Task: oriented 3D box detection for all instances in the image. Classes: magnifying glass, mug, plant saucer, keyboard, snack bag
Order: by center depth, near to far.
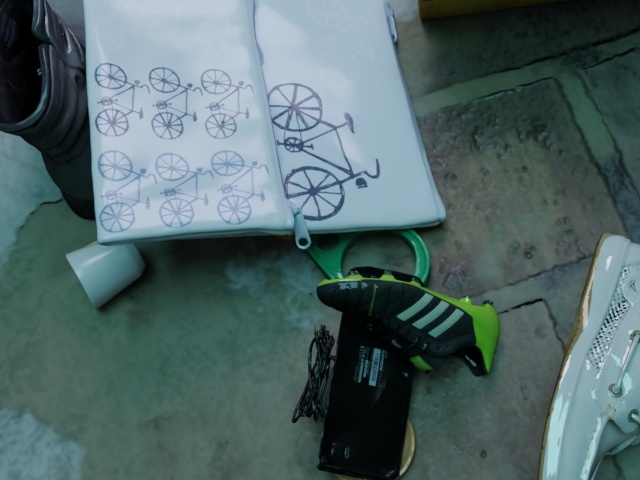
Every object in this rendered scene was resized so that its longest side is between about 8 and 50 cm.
[{"bbox_3d":[0.042,0.178,0.773,0.084,0.013,0.083,-4,62,8],"label":"plant saucer"},{"bbox_3d":[0.032,0.115,0.786,0.100,0.038,0.192,14,66,-6],"label":"keyboard"},{"bbox_3d":[0.000,0.000,0.870,0.231,0.026,0.092,23,70,18],"label":"magnifying glass"},{"bbox_3d":[-0.057,-0.137,0.870,0.343,0.037,0.323,-2,59,-15],"label":"snack bag"},{"bbox_3d":[-0.216,0.021,0.879,0.064,0.062,0.078,-30,68,-14],"label":"mug"}]

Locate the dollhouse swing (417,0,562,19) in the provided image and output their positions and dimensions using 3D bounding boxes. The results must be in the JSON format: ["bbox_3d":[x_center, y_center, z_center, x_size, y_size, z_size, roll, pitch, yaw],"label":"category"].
[{"bbox_3d":[0.257,-0.421,0.899,0.347,0.315,0.304,-6,82,9],"label":"dollhouse swing"}]

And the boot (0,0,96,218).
[{"bbox_3d":[-0.275,-0.209,0.914,0.118,0.222,0.338,-21,61,0],"label":"boot"}]

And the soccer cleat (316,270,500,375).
[{"bbox_3d":[0.079,0.073,0.758,0.179,0.060,0.072,15,70,-21],"label":"soccer cleat"}]

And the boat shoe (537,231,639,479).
[{"bbox_3d":[0.245,0.120,0.717,0.096,0.098,0.277,15,66,19],"label":"boat shoe"}]
